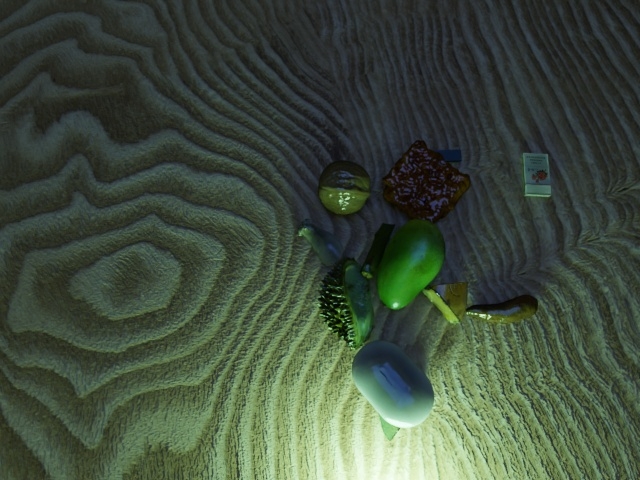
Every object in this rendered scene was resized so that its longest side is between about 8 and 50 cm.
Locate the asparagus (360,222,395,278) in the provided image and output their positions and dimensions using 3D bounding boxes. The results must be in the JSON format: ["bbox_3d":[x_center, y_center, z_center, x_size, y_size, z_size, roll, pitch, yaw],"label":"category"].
[{"bbox_3d":[0.236,0.029,1.798,0.067,0.060,0.278,26,65,-3],"label":"asparagus"}]

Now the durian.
[{"bbox_3d":[0.100,0.242,1.729,0.198,0.163,0.395,16,50,-35],"label":"durian"}]

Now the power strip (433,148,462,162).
[{"bbox_3d":[0.561,-0.371,1.941,0.123,0.032,0.056,-2,74,1],"label":"power strip"}]

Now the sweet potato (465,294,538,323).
[{"bbox_3d":[0.724,0.278,1.734,0.291,0.097,0.098,-10,75,-1],"label":"sweet potato"}]

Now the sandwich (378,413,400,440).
[{"bbox_3d":[0.257,0.589,1.677,0.212,0.063,0.245,39,78,14],"label":"sandwich"}]

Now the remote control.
[{"bbox_3d":[0.263,0.520,1.610,0.221,0.103,0.332,-39,72,-12],"label":"remote control"}]

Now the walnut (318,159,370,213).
[{"bbox_3d":[0.099,-0.219,1.821,0.227,0.228,0.228,0,75,1],"label":"walnut"}]

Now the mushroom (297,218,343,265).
[{"bbox_3d":[0.000,0.000,1.820,0.116,0.093,0.225,-43,83,12],"label":"mushroom"}]

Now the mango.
[{"bbox_3d":[0.354,0.095,1.732,0.225,0.201,0.382,26,81,10],"label":"mango"}]

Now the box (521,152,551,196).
[{"bbox_3d":[0.939,-0.286,1.915,0.109,0.029,0.199,3,74,2],"label":"box"}]

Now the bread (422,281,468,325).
[{"bbox_3d":[0.482,0.237,1.729,0.159,0.140,0.169,11,76,-2],"label":"bread"}]

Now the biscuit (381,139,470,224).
[{"bbox_3d":[0.437,-0.233,1.859,0.312,0.110,0.318,41,87,8],"label":"biscuit"}]
